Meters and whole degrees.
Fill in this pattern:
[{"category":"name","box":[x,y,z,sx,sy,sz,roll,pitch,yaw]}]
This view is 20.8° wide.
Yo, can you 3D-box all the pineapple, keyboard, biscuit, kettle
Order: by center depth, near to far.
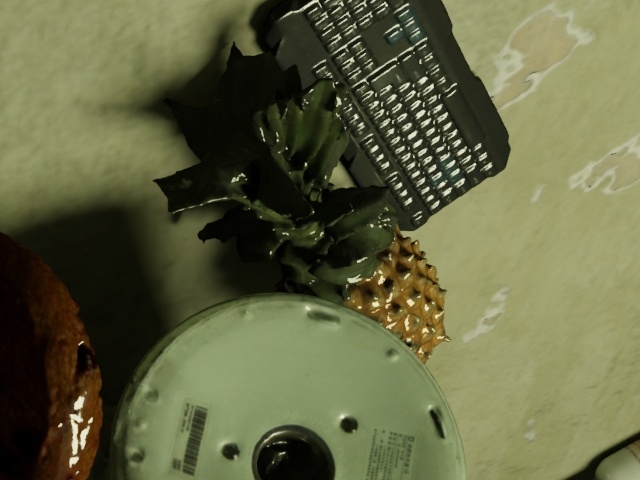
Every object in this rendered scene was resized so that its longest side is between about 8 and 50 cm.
[{"category":"biscuit","box":[-0.191,0.083,0.968,0.049,0.192,0.192,-9,141,-46]},{"category":"pineapple","box":[0.000,0.000,1.061,0.119,0.130,0.277,-43,144,-5]},{"category":"keyboard","box":[0.048,-0.087,1.081,0.106,0.016,0.262,-33,146,3]},{"category":"kettle","box":[-0.081,0.183,1.089,0.265,0.205,0.318,-16,165,-20]}]

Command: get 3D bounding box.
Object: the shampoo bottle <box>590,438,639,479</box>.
[{"category":"shampoo bottle","box":[0.277,0.235,1.608,0.192,0.074,0.074,-29,146,-5]}]
